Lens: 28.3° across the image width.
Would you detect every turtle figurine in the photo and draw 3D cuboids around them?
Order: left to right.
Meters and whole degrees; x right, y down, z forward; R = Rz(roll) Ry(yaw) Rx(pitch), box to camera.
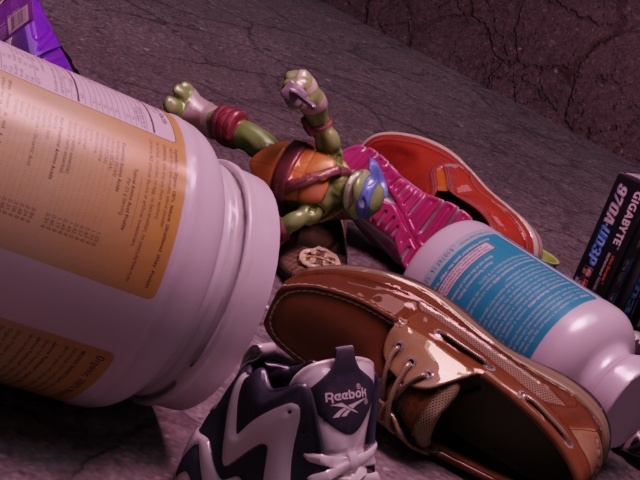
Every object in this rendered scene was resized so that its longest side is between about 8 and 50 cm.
[{"bbox_3d":[-0.080,-0.087,1.360,0.266,0.198,0.274,15,26,30],"label":"turtle figurine"}]

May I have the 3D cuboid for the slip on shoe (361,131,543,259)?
[{"bbox_3d":[0.157,-0.052,1.734,0.101,0.123,0.331,-1,33,-45],"label":"slip on shoe"}]

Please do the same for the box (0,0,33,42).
[{"bbox_3d":[-0.461,-0.210,1.276,0.201,0.057,0.293,26,49,16],"label":"box"}]

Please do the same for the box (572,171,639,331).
[{"bbox_3d":[0.388,0.023,1.600,0.051,0.220,0.175,30,17,32],"label":"box"}]

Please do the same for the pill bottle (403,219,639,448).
[{"bbox_3d":[0.210,0.098,1.274,0.146,0.146,0.264,4,25,-46],"label":"pill bottle"}]

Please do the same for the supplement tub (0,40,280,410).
[{"bbox_3d":[-0.210,-0.012,0.904,0.316,0.228,0.228,23,14,-30],"label":"supplement tub"}]

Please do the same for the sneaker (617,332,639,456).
[{"bbox_3d":[0.328,0.145,1.368,0.110,0.107,0.275,26,15,-21],"label":"sneaker"}]

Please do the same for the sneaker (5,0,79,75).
[{"bbox_3d":[-0.314,-0.170,1.421,0.146,0.102,0.293,21,43,-39],"label":"sneaker"}]

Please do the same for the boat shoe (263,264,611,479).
[{"bbox_3d":[0.100,0.124,1.105,0.324,0.123,0.120,25,20,10],"label":"boat shoe"}]

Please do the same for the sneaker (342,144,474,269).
[{"bbox_3d":[0.119,-0.015,1.580,0.252,0.103,0.111,45,-1,20],"label":"sneaker"}]

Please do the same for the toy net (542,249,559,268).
[{"bbox_3d":[0.261,-0.001,1.816,0.122,0.045,0.232,6,23,-43],"label":"toy net"}]

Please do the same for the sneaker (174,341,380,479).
[{"bbox_3d":[0.013,0.153,0.839,0.094,0.153,0.235,1,26,-46],"label":"sneaker"}]

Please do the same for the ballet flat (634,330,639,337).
[{"bbox_3d":[0.413,0.165,1.513,0.052,0.057,0.168,-26,40,-31],"label":"ballet flat"}]

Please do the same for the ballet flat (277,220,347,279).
[{"bbox_3d":[0.000,0.000,1.459,0.084,0.058,0.250,21,17,-2],"label":"ballet flat"}]
